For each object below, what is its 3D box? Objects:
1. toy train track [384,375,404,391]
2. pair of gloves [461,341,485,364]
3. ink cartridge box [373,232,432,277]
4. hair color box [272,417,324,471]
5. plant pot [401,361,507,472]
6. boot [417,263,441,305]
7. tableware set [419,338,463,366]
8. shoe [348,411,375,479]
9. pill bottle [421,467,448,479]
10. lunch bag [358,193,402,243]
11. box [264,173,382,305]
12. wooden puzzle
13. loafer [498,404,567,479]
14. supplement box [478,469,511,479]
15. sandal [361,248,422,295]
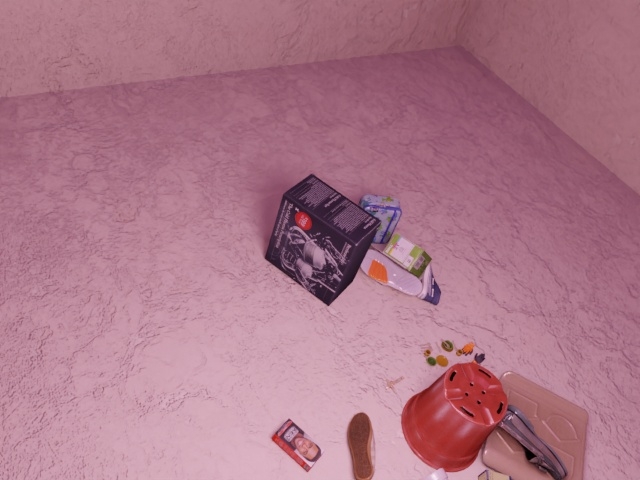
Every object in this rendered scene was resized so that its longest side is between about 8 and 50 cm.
[{"bbox_3d":[0.250,0.475,1.878,0.083,0.014,0.048,-21,58,-34],"label":"toy train track"},{"bbox_3d":[0.559,0.414,2.045,0.074,0.010,0.083,-27,63,-37],"label":"pair of gloves"},{"bbox_3d":[0.286,0.026,2.161,0.255,0.189,0.097,35,91,24],"label":"ink cartridge box"},{"bbox_3d":[-0.065,0.597,1.635,0.141,0.043,0.072,37,47,15],"label":"hair color box"},{"bbox_3d":[0.421,0.526,1.715,0.272,0.265,0.272,10,47,-10],"label":"plant pot"},{"bbox_3d":[0.429,0.169,2.199,0.086,0.069,0.190,29,46,-11],"label":"boot"},{"bbox_3d":[0.438,0.402,2.005,0.154,0.024,0.104,-2,50,-21],"label":"tableware set"},{"bbox_3d":[0.126,0.623,1.677,0.076,0.058,0.219,-12,42,12],"label":"shoe"},{"bbox_3d":[0.368,0.753,1.596,0.107,0.108,0.180,-13,54,-29],"label":"pill bottle"},{"bbox_3d":[0.223,-0.082,2.241,0.176,0.219,0.090,7,47,-14],"label":"lunch bag"},{"bbox_3d":[0.000,0.000,2.001,0.312,0.343,0.179,34,45,14],"label":"box"},{"bbox_3d":[0.702,0.648,1.836,0.322,0.080,0.348,27,51,6],"label":"wooden puzzle"},{"bbox_3d":[0.637,0.631,1.709,0.084,0.096,0.267,-37,86,-19],"label":"loafer"},{"bbox_3d":[0.527,0.751,1.689,0.083,0.056,0.083,17,45,-4],"label":"supplement box"},{"bbox_3d":[0.263,0.138,2.154,0.265,0.076,0.102,32,74,9],"label":"sandal"}]
